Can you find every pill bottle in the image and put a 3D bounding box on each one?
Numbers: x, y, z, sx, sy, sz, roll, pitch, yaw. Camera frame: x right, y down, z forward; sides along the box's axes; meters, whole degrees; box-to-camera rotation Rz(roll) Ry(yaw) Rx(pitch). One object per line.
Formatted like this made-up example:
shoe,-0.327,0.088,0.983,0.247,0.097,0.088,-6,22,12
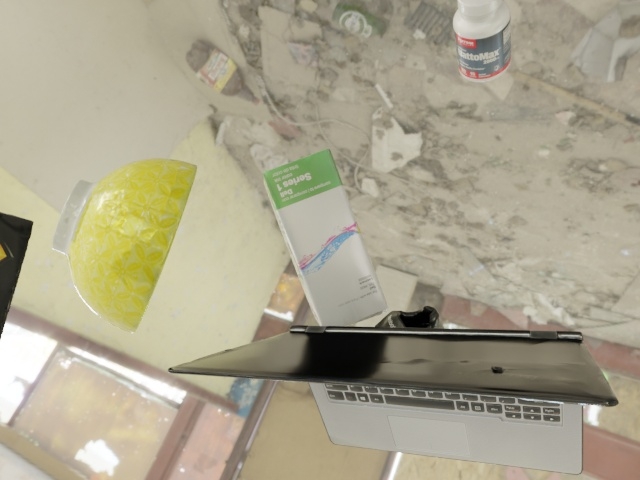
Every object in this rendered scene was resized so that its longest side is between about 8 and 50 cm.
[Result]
pill bottle,0.320,-0.416,0.968,0.108,0.108,0.180,13,158,28

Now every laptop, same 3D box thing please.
laptop,0.109,0.223,0.580,0.381,0.236,0.408,-3,122,24

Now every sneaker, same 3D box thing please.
sneaker,0.124,0.182,0.904,0.078,0.234,0.106,-117,8,-48

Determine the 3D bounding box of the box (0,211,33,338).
box,-0.307,0.167,0.359,0.079,0.322,0.257,18,132,-31

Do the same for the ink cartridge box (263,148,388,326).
ink cartridge box,0.000,0.000,0.856,0.201,0.117,0.278,-159,49,-83

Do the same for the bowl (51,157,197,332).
bowl,-0.319,-0.015,0.769,0.156,0.290,0.289,22,162,-19
